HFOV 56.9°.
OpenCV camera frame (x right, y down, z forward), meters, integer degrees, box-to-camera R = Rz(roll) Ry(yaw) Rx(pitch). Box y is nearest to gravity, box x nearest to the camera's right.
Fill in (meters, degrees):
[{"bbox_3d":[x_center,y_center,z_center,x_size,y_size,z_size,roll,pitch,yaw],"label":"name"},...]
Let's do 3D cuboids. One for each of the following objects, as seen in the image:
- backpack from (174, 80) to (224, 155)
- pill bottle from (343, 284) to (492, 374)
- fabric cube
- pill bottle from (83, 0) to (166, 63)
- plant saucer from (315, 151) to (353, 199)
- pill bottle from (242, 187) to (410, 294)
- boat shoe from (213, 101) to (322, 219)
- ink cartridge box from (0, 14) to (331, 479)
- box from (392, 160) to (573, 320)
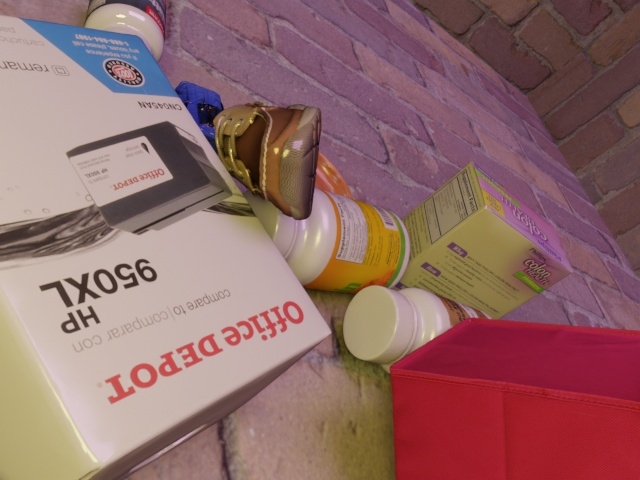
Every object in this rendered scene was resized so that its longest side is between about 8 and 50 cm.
[{"bbox_3d":[-0.182,-0.161,0.809,0.101,0.098,0.120,22,41,-30],"label":"backpack"},{"bbox_3d":[0.148,0.140,0.858,0.229,0.131,0.131,21,42,-38],"label":"pill bottle"},{"bbox_3d":[0.248,0.246,0.660,0.254,0.259,0.258,-9,98,-55],"label":"fabric cube"},{"bbox_3d":[-0.274,-0.297,0.833,0.108,0.108,0.180,23,40,-35],"label":"pill bottle"},{"bbox_3d":[-0.026,-0.091,0.982,0.200,0.037,0.200,32,36,-27],"label":"plant saucer"},{"bbox_3d":[0.000,0.000,0.822,0.245,0.136,0.136,12,47,-44],"label":"pill bottle"},{"bbox_3d":[-0.065,-0.098,0.669,0.116,0.123,0.324,5,12,-6],"label":"boat shoe"},{"bbox_3d":[-0.212,0.000,0.536,0.395,0.166,0.285,56,32,11],"label":"ink cartridge box"},{"bbox_3d":[0.239,0.030,0.980,0.213,0.243,0.117,31,36,-25],"label":"box"}]
